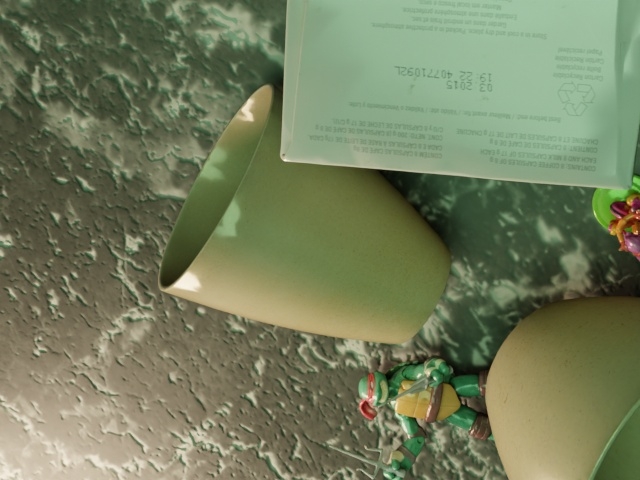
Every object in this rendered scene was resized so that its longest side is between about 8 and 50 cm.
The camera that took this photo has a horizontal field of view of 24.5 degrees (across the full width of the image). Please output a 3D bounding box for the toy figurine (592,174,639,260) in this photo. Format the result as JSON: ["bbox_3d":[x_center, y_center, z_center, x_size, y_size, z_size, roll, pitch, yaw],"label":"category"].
[{"bbox_3d":[0.373,-0.001,1.585,0.173,0.159,0.130,23,111,6],"label":"toy figurine"}]

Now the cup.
[{"bbox_3d":[0.315,0.191,1.586,0.237,0.331,0.331,35,120,45],"label":"cup"}]

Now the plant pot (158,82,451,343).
[{"bbox_3d":[0.000,0.000,1.645,0.274,0.256,0.256,27,113,-14],"label":"plant pot"}]

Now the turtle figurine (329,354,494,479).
[{"bbox_3d":[0.131,0.190,1.728,0.234,0.118,0.175,4,128,-6],"label":"turtle figurine"}]

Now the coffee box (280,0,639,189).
[{"bbox_3d":[0.162,-0.269,1.450,0.337,0.334,0.338,6,111,10],"label":"coffee box"}]
